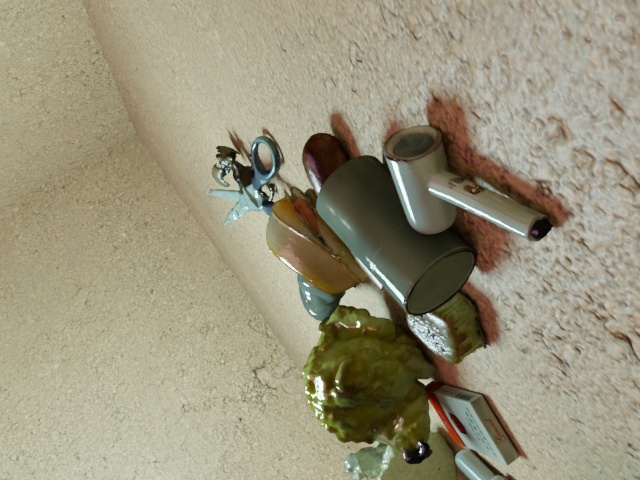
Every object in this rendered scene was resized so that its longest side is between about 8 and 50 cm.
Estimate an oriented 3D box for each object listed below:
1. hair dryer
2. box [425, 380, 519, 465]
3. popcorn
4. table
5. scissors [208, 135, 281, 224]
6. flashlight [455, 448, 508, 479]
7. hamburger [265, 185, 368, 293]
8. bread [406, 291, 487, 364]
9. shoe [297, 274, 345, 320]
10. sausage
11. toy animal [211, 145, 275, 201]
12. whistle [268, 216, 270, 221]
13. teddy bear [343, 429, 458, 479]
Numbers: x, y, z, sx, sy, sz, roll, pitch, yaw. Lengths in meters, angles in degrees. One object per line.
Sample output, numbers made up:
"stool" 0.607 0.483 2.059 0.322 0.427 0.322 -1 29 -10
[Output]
"hair dryer" 0.181 -0.047 0.867 0.236 0.073 0.131 29 151 46
"box" 0.284 0.348 1.415 0.139 0.035 0.245 58 166 -4
"popcorn" 0.095 0.270 1.487 0.237 0.292 0.293 -73 -37 -55
"table" 0.104 -0.010 1.046 0.220 0.126 0.126 49 164 32
"scissors" -0.166 -0.104 1.738 0.383 0.029 0.256 -5 112 56
"flashlight" 0.345 0.493 1.505 0.093 0.047 0.200 63 168 -20
"hamburger" 0.002 0.002 1.372 0.237 0.147 0.237 39 -173 -6
"bread" 0.192 0.122 1.157 0.140 0.069 0.128 40 157 48
"shoe" -0.002 0.119 1.565 0.103 0.100 0.251 19 175 11
"sausage" 0.059 -0.044 1.240 0.302 0.076 0.103 58 159 -5
"toy animal" -0.208 -0.164 1.864 0.214 0.093 0.186 60 163 3
"whistle" -0.051 0.009 1.750 0.236 0.077 0.114 50 176 20
"teddy bear" 0.198 0.624 1.775 0.327 0.375 0.362 26 143 3
